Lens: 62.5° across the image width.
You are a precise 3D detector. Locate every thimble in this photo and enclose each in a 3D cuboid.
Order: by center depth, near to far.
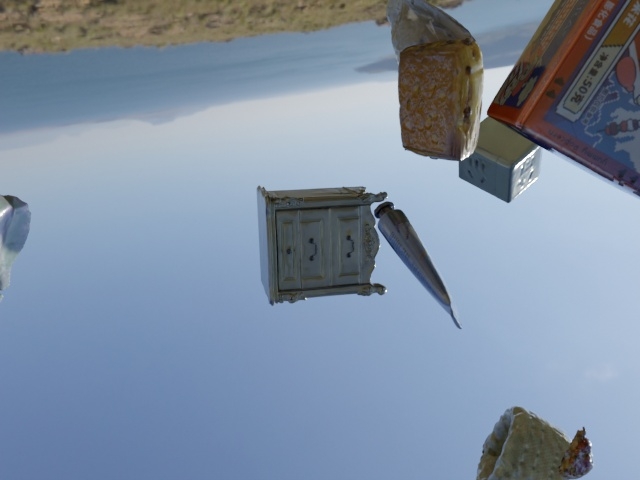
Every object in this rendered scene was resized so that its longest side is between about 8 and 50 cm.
[{"bbox_3d":[0.601,0.660,1.565,0.195,0.291,0.291,25,-155,12],"label":"thimble"}]

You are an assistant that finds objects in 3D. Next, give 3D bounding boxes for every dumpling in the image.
[{"bbox_3d":[0.256,-0.456,1.220,0.244,0.175,0.227,19,177,-10],"label":"dumpling"}]

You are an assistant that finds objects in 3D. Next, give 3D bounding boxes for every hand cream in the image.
[{"bbox_3d":[0.165,0.037,0.900,0.055,0.088,0.255,-30,-122,5],"label":"hand cream"}]

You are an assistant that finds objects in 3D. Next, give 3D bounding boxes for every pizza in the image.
[{"bbox_3d":[0.498,0.431,1.023,0.099,0.100,0.029,-28,-162,-28],"label":"pizza"}]

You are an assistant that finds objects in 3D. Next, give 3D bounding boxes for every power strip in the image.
[{"bbox_3d":[0.438,-0.223,1.360,0.139,0.140,0.224,-39,-129,-16],"label":"power strip"}]

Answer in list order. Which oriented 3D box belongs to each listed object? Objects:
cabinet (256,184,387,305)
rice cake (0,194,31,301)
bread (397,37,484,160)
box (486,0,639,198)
[{"bbox_3d":[0.000,0.000,1.443,0.319,0.289,0.227,-3,-167,-12],"label":"cabinet"},{"bbox_3d":[-0.309,0.091,0.446,0.051,0.290,0.081,21,-168,23],"label":"rice cake"},{"bbox_3d":[0.249,-0.287,1.088,0.099,0.234,0.210,-11,-161,-25],"label":"bread"},{"bbox_3d":[0.481,-0.249,0.749,0.319,0.348,0.257,29,-162,-4],"label":"box"}]
